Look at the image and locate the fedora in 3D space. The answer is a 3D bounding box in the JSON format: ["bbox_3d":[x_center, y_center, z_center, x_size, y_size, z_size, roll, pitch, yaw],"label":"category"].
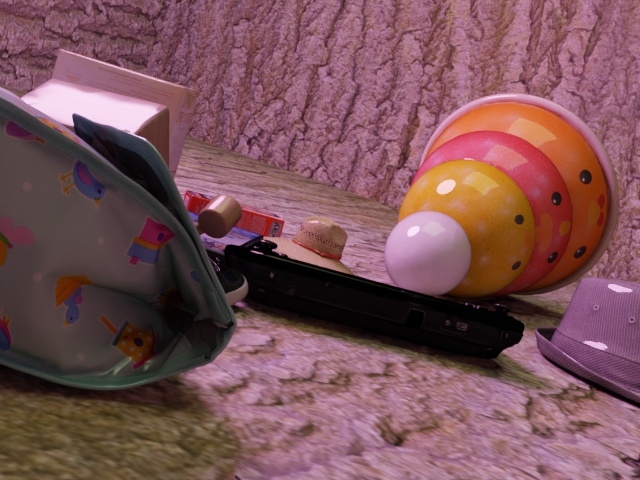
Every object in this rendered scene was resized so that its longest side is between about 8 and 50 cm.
[{"bbox_3d":[0.395,0.116,1.093,0.243,0.124,0.275,12,9,-35],"label":"fedora"}]

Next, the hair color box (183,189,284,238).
[{"bbox_3d":[-0.130,-0.033,1.348,0.141,0.043,0.072,16,6,-17],"label":"hair color box"}]

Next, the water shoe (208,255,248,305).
[{"bbox_3d":[-0.142,0.010,0.818,0.203,0.080,0.073,11,9,-39],"label":"water shoe"}]

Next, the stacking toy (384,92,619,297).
[{"bbox_3d":[0.231,-0.016,1.399,0.350,0.351,0.480,20,27,24],"label":"stacking toy"}]

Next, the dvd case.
[{"bbox_3d":[-0.175,-0.012,1.165,0.180,0.022,0.253,18,7,4],"label":"dvd case"}]

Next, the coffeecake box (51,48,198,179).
[{"bbox_3d":[-0.230,-0.095,1.000,0.142,0.185,0.068,18,7,5],"label":"coffeecake box"}]

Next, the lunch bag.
[{"bbox_3d":[-0.193,-0.014,0.589,0.262,0.160,0.223,26,-2,-31],"label":"lunch bag"}]

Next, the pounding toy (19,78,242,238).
[{"bbox_3d":[-0.186,-0.034,0.878,0.206,0.181,0.094,15,34,13],"label":"pounding toy"}]

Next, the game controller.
[{"bbox_3d":[0.053,0.056,0.986,0.319,0.067,0.166,16,7,-14],"label":"game controller"}]

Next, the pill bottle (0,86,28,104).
[{"bbox_3d":[-0.350,-0.085,0.798,0.146,0.146,0.264,10,9,-44],"label":"pill bottle"}]

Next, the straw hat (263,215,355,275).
[{"bbox_3d":[0.000,0.000,1.248,0.144,0.061,0.144,24,7,-3],"label":"straw hat"}]

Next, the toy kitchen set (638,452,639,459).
[{"bbox_3d":[0.321,0.161,0.785,0.075,0.068,0.083,19,7,20],"label":"toy kitchen set"}]
